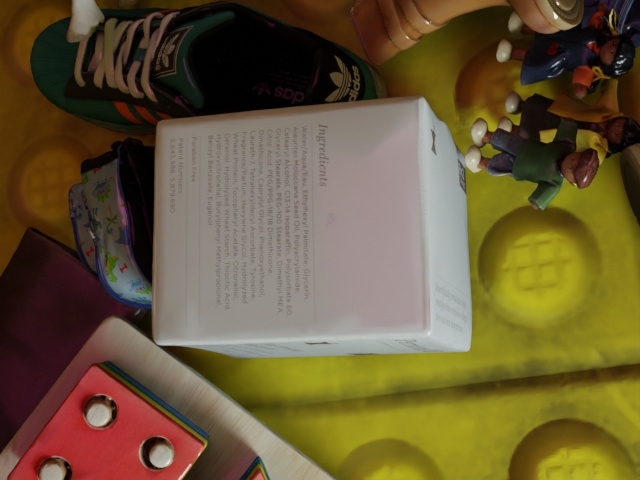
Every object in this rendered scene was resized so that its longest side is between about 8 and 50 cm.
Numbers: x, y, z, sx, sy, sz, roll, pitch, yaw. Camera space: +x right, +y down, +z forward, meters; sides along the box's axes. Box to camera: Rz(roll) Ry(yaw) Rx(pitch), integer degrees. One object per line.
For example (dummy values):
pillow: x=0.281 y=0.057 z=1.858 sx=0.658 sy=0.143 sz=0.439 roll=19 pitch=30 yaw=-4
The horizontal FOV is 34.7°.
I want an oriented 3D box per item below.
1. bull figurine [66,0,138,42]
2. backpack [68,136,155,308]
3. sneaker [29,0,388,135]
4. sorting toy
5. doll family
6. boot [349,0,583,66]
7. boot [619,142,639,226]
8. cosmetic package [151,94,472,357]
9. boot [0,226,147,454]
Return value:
bull figurine: x=-0.137 y=-0.257 z=0.715 sx=0.310 sy=0.101 sz=0.188 roll=-13 pitch=119 yaw=12
backpack: x=-0.130 y=-0.007 z=0.770 sx=0.084 sy=0.105 sz=0.114 roll=-21 pitch=74 yaw=35
sneaker: x=-0.104 y=-0.136 z=0.773 sx=0.302 sy=0.121 sz=0.108 roll=9 pitch=84 yaw=20
sorting toy: x=-0.118 y=0.226 z=0.672 sx=0.255 sy=0.089 sz=0.257 roll=37 pitch=85 yaw=-1
doll family: x=0.183 y=-0.109 z=0.704 sx=0.111 sy=0.076 sz=0.193 roll=15 pitch=90 yaw=38
boot: x=0.092 y=-0.171 z=0.718 sx=0.152 sy=0.073 sz=0.197 roll=-36 pitch=39 yaw=23
boot: x=0.305 y=-0.006 z=0.640 sx=0.165 sy=0.077 sz=0.213 roll=-35 pitch=86 yaw=8
cosmetic package: x=0.000 y=0.000 z=0.701 sx=0.183 sy=0.151 sz=0.151 roll=-3 pitch=80 yaw=17
boot: x=-0.196 y=0.133 z=0.770 sx=0.248 sy=0.090 sz=0.207 roll=38 pitch=90 yaw=17
